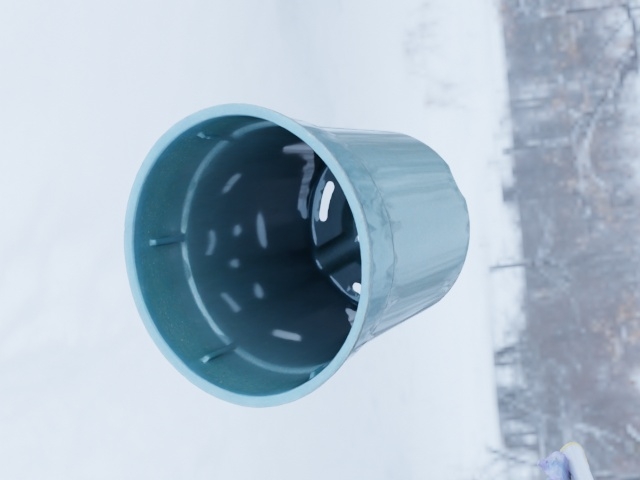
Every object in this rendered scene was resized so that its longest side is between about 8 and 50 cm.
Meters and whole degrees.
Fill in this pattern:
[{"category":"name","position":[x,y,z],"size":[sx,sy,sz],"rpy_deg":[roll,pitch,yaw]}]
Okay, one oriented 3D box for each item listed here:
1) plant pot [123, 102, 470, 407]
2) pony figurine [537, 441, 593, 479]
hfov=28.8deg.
[{"category":"plant pot","position":[0.000,0.000,1.521],"size":[0.334,0.341,0.341],"rpy_deg":[-11,97,-56]},{"category":"pony figurine","position":[0.414,0.450,1.745],"size":[0.351,0.302,0.363],"rpy_deg":[51,7,-28]}]
